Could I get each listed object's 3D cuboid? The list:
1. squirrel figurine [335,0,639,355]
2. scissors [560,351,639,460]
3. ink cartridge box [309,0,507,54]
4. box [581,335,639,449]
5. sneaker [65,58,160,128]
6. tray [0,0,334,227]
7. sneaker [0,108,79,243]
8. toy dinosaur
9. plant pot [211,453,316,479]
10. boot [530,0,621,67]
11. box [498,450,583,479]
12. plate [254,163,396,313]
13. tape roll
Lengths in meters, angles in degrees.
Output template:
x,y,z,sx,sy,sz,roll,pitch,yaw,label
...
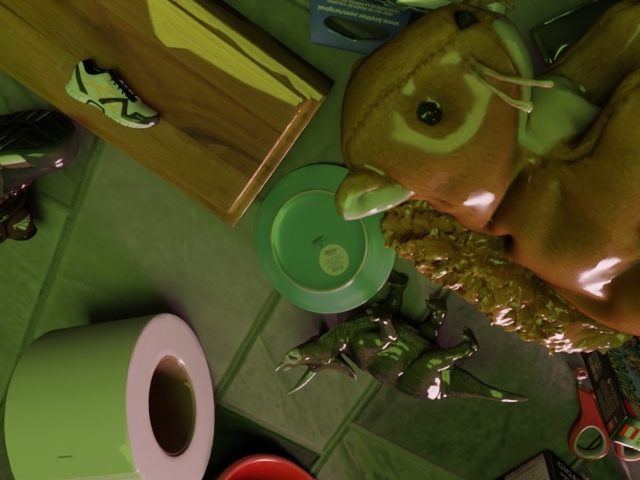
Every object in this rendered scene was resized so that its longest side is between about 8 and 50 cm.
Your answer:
x,y,z,sx,sy,sz,roll,pitch,yaw,label
0.181,-0.037,0.615,0.371,0.280,0.397,11,148,-10,squirrel figurine
0.367,0.185,0.893,0.109,0.021,0.297,-14,112,18,scissors
0.063,-0.361,0.597,0.270,0.151,0.395,12,115,2,ink cartridge box
0.373,0.168,0.774,0.114,0.207,0.036,19,117,-1,box
-0.224,-0.159,0.725,0.109,0.040,0.043,27,115,-5,sneaker
-0.212,-0.213,0.760,0.411,0.076,0.202,34,117,-9,tray
-0.377,-0.068,0.832,0.282,0.106,0.162,6,129,33,sneaker
0.112,0.146,0.878,0.314,0.121,0.160,17,129,-4,toy dinosaur
-0.134,0.493,1.003,0.243,0.275,0.275,-36,106,32,plant pot
0.349,-0.186,0.680,0.209,0.076,0.189,-30,95,15,boot
0.333,0.498,1.020,0.295,0.073,0.293,41,116,-12,box
0.000,0.000,0.820,0.188,0.024,0.188,2,97,20,plate
-0.269,0.228,0.891,0.169,0.246,0.246,-9,114,15,tape roll
